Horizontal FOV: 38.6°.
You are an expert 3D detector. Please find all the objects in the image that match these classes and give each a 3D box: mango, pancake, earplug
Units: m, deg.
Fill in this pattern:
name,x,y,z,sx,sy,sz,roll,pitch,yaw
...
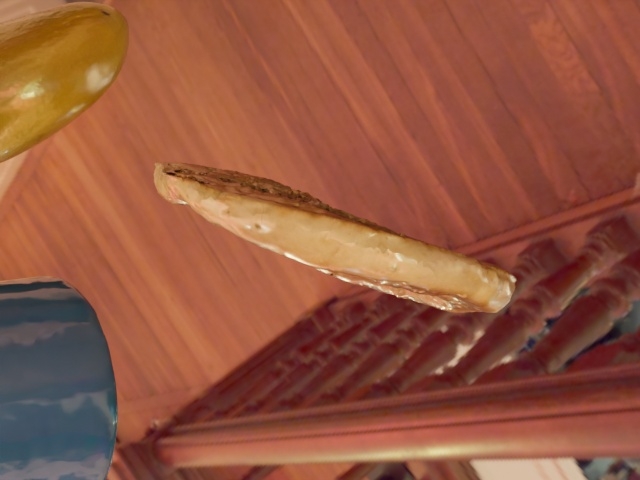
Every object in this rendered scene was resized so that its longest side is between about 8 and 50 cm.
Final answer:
name,x,y,z,sx,sy,sz,roll,pitch,yaw
mango,-0.226,-0.109,0.645,0.085,0.191,0.122,61,-172,-28
pancake,0.001,-0.002,0.851,0.356,0.065,0.356,23,177,1
earplug,-0.241,0.087,0.402,0.132,0.273,0.132,1,92,45
